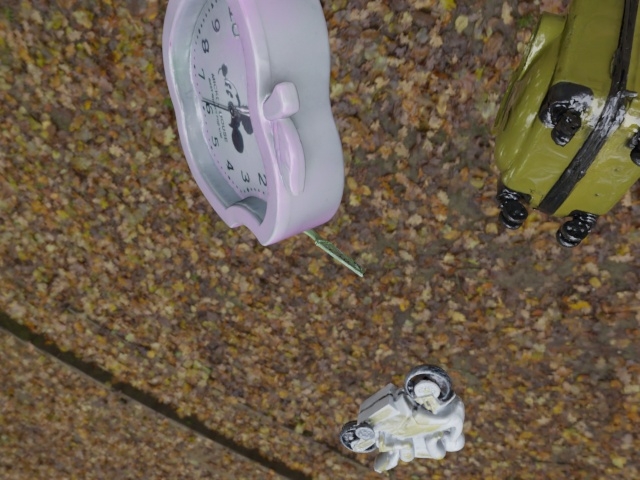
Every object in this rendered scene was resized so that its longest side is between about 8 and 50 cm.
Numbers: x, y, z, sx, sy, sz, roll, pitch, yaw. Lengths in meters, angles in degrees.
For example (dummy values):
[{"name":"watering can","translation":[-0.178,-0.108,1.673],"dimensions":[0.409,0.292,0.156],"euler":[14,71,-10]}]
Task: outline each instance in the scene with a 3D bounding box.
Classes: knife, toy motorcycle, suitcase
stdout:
[{"name":"knife","translation":[-0.001,0.002,1.229],"dimensions":[0.293,0.043,0.019],"euler":[37,116,29]},{"name":"toy motorcycle","translation":[0.132,0.267,0.742],"dimensions":[0.151,0.074,0.228],"euler":[32,121,-9]},{"name":"suitcase","translation":[0.274,-0.141,0.556],"dimensions":[0.143,0.234,0.194],"euler":[18,153,11]}]

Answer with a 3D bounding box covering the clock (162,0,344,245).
[{"name":"clock","translation":[-0.087,-0.170,0.647],"dimensions":[0.338,0.102,0.338],"euler":[38,139,44]}]
